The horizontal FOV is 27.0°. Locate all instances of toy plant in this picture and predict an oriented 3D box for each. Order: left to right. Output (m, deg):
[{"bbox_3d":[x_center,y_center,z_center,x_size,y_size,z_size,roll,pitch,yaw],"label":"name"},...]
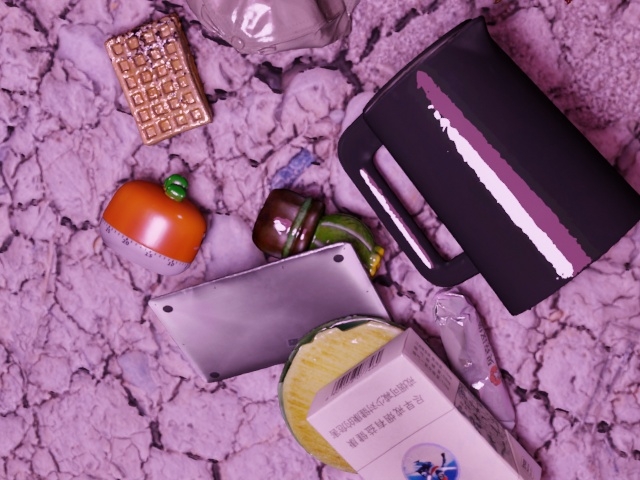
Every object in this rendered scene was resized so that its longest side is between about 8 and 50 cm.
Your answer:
[{"bbox_3d":[0.000,0.000,1.665,0.162,0.093,0.092,25,102,4],"label":"toy plant"}]

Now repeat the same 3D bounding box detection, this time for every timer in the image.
[{"bbox_3d":[-0.205,-0.029,1.696,0.136,0.099,0.136,0,96,-4],"label":"timer"}]

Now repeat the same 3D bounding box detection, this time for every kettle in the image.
[{"bbox_3d":[0.200,-0.082,1.594,0.203,0.262,0.308,-39,88,-22],"label":"kettle"}]

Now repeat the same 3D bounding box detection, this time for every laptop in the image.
[{"bbox_3d":[-0.058,0.094,1.671,0.269,0.015,0.187,-17,136,13],"label":"laptop"}]

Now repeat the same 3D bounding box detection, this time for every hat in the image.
[{"bbox_3d":[-0.049,-0.351,1.600,0.214,0.149,0.244,19,113,6],"label":"hat"}]

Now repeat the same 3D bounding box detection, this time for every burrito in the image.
[{"bbox_3d":[0.190,0.153,1.677,0.064,0.064,0.203,-19,99,12],"label":"burrito"}]

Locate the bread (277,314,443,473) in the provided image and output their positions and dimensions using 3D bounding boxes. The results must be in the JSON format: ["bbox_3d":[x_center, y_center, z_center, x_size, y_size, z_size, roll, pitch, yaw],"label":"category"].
[{"bbox_3d":[0.057,0.197,1.701,0.229,0.033,0.228,2,112,5],"label":"bread"}]

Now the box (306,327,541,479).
[{"bbox_3d":[0.130,0.252,1.651,0.164,0.069,0.256,-37,103,25],"label":"box"}]

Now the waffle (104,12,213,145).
[{"bbox_3d":[-0.204,-0.203,1.691,0.102,0.042,0.148,-19,95,12],"label":"waffle"}]

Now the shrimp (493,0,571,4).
[{"bbox_3d":[0.265,-0.309,1.606,0.114,0.023,0.083,-42,93,10],"label":"shrimp"}]
